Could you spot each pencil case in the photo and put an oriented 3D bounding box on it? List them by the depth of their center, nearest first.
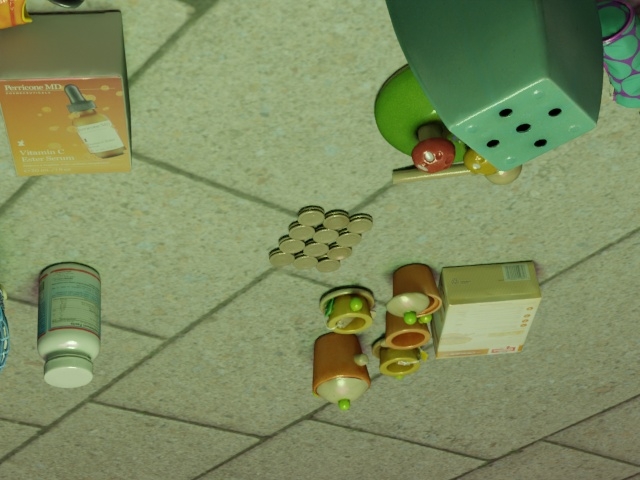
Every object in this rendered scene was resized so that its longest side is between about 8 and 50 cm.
[{"bbox_3d":[0.340,-0.207,1.286,0.070,0.064,0.152,-34,142,11],"label":"pencil case"}]

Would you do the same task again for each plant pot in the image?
[{"bbox_3d":[0.172,-0.200,1.103,0.166,0.234,0.165,-26,144,29],"label":"plant pot"}]

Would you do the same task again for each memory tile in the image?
[{"bbox_3d":[0.000,0.000,1.608,0.113,0.012,0.148,8,145,-23],"label":"memory tile"}]

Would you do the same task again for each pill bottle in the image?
[{"bbox_3d":[-0.350,0.119,1.591,0.087,0.160,0.087,-5,149,-3],"label":"pill bottle"}]

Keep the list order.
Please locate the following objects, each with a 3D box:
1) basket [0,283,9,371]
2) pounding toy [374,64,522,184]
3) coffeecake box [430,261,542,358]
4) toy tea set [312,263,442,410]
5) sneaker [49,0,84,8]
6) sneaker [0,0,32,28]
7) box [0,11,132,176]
[{"bbox_3d":[-0.504,0.141,1.472,0.201,0.289,0.255,3,148,-16],"label":"basket"},{"bbox_3d":[0.164,-0.110,1.366,0.183,0.110,0.237,-9,148,5],"label":"pounding toy"},{"bbox_3d":[0.254,0.112,1.785,0.142,0.068,0.185,-4,148,-4],"label":"coffeecake box"},{"bbox_3d":[0.090,0.167,1.789,0.200,0.124,0.336,-3,149,-6],"label":"toy tea set"},{"bbox_3d":[-0.150,-0.266,0.961,0.321,0.180,0.124,11,151,-18],"label":"sneaker"},{"bbox_3d":[-0.297,-0.270,1.080,0.067,0.064,0.175,-17,159,-23],"label":"sneaker"},{"bbox_3d":[-0.272,-0.154,1.227,0.130,0.091,0.170,-3,149,-6],"label":"box"}]
